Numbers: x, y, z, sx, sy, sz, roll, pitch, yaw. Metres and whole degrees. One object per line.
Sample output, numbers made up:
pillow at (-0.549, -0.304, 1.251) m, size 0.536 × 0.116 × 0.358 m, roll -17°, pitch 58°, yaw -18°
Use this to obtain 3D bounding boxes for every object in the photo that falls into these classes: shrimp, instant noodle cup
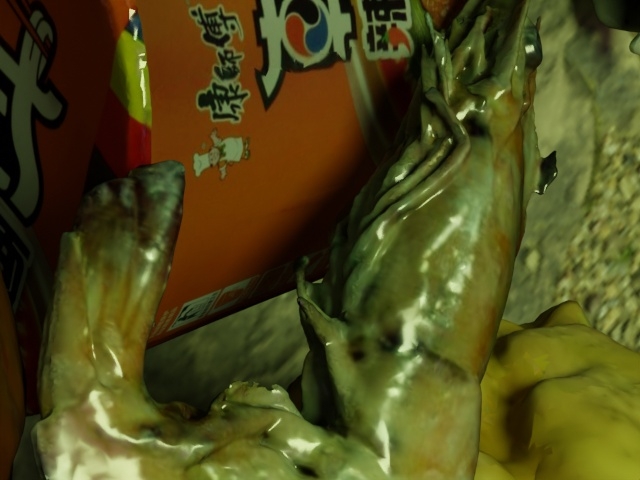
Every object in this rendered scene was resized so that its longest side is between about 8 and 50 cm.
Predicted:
shrimp at (0.000, 0.000, 0.564) m, size 0.169 × 0.058 × 0.296 m, roll 33°, pitch 60°, yaw -30°
instant noodle cup at (-0.065, -0.070, 0.687) m, size 0.192 × 0.250 × 0.250 m, roll -12°, pitch 99°, yaw -39°

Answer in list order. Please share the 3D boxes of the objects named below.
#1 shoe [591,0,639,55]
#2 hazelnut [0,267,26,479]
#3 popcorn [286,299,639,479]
shoe at (0.096, -0.194, 0.844) m, size 0.316 × 0.124 × 0.159 m, roll 26°, pitch 86°, yaw -30°
hazelnut at (-0.295, 0.021, 0.483) m, size 0.429 × 0.402 × 0.402 m, roll 14°, pitch 85°, yaw -25°
popcorn at (0.088, 0.235, 0.717) m, size 0.344 × 0.354 × 0.390 m, roll 1°, pitch 136°, yaw -31°
